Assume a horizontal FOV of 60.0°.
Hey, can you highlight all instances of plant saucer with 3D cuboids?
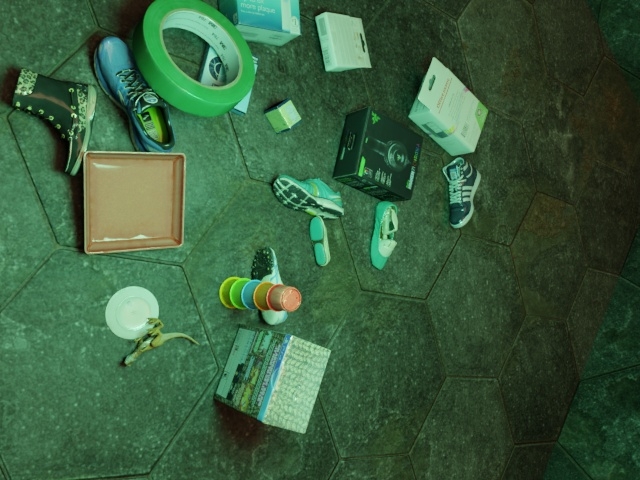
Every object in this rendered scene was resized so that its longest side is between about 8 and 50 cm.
[{"bbox_3d":[-0.484,-0.103,1.439,0.259,0.048,0.258,-5,108,-36],"label":"plant saucer"}]

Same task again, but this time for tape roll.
[{"bbox_3d":[-0.329,-0.487,1.468,0.322,0.077,0.320,18,60,-35],"label":"tape roll"}]

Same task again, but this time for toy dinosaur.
[{"bbox_3d":[-0.437,0.265,1.499,0.212,0.064,0.112,-20,133,-33],"label":"toy dinosaur"}]

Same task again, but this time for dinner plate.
[{"bbox_3d":[-0.497,0.193,1.473,0.141,0.017,0.141,2,86,-36],"label":"dinner plate"}]

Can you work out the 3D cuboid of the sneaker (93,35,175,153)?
[{"bbox_3d":[-0.461,-0.372,1.430,0.130,0.147,0.329,-36,109,-31],"label":"sneaker"}]

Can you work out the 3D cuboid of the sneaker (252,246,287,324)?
[{"bbox_3d":[-0.150,0.138,1.695,0.086,0.085,0.237,-8,90,-62],"label":"sneaker"}]

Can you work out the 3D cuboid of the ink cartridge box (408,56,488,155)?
[{"bbox_3d":[0.473,-0.508,2.127,0.354,0.119,0.207,33,71,-32],"label":"ink cartridge box"}]

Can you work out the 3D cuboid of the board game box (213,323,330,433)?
[{"bbox_3d":[-0.141,0.378,1.557,0.141,0.291,0.231,28,74,-32],"label":"board game box"}]

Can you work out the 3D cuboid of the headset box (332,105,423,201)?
[{"bbox_3d":[0.194,-0.293,1.913,0.283,0.131,0.246,21,76,-33],"label":"headset box"}]

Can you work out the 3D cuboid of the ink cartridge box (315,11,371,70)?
[{"bbox_3d":[0.081,-0.677,1.902,0.225,0.056,0.180,-22,102,-53],"label":"ink cartridge box"}]

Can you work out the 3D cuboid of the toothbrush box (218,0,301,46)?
[{"bbox_3d":[-0.187,-0.755,1.651,0.217,0.126,0.295,-4,90,-36],"label":"toothbrush box"}]

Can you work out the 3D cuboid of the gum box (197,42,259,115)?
[{"bbox_3d":[-0.275,-0.485,1.632,0.157,0.041,0.184,18,79,-33],"label":"gum box"}]

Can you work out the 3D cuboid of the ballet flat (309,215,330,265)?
[{"bbox_3d":[0.000,0.000,1.824,0.052,0.057,0.168,-20,106,-62],"label":"ballet flat"}]

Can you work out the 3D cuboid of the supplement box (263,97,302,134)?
[{"bbox_3d":[-0.116,-0.384,1.719,0.056,0.083,0.083,-42,112,-28],"label":"supplement box"}]

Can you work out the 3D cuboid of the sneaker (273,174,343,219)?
[{"bbox_3d":[-0.038,-0.151,1.780,0.275,0.107,0.109,22,57,-38],"label":"sneaker"}]

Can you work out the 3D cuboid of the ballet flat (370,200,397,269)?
[{"bbox_3d":[0.230,-0.020,1.961,0.083,0.087,0.247,8,85,-36],"label":"ballet flat"}]

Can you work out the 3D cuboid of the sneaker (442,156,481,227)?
[{"bbox_3d":[0.538,-0.197,2.179,0.153,0.099,0.282,40,60,-34],"label":"sneaker"}]

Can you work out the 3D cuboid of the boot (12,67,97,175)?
[{"bbox_3d":[-0.649,-0.286,1.336,0.179,0.085,0.236,13,82,-31],"label":"boot"}]

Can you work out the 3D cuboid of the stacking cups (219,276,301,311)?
[{"bbox_3d":[-0.171,0.157,1.526,0.096,0.316,0.095,-1,91,-35],"label":"stacking cups"}]
